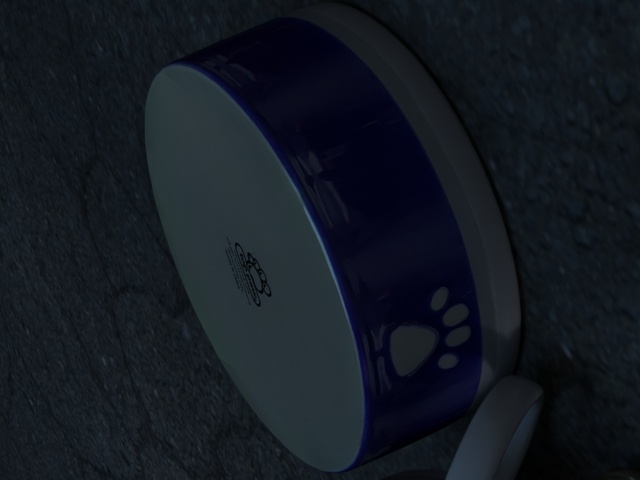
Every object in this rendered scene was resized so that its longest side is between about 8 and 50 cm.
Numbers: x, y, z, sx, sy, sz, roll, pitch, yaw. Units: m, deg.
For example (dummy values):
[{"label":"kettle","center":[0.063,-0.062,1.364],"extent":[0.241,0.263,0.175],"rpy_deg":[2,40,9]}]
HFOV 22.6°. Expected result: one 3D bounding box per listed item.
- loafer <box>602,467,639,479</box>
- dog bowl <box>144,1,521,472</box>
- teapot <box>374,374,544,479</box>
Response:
[{"label":"loafer","center":[0.176,0.184,0.806],"extent":[0.148,0.050,0.056],"rpy_deg":[61,158,13]},{"label":"dog bowl","center":[0.000,0.000,0.952],"extent":[0.265,0.104,0.265],"rpy_deg":[49,153,36]},{"label":"teapot","center":[0.071,0.219,0.927],"extent":[0.256,0.187,0.252],"rpy_deg":[-19,117,44]}]
